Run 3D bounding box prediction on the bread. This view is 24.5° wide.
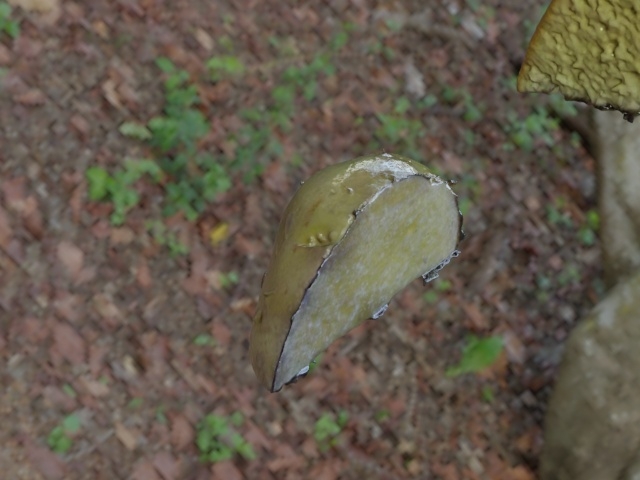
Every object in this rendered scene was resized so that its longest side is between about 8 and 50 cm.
[{"bbox_3d":[0.216,-0.142,0.825,0.129,0.260,0.134,-35,120,-28],"label":"bread"}]

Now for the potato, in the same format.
[{"bbox_3d":[0.000,0.000,0.906,0.089,0.172,0.100,33,-32,36],"label":"potato"}]
